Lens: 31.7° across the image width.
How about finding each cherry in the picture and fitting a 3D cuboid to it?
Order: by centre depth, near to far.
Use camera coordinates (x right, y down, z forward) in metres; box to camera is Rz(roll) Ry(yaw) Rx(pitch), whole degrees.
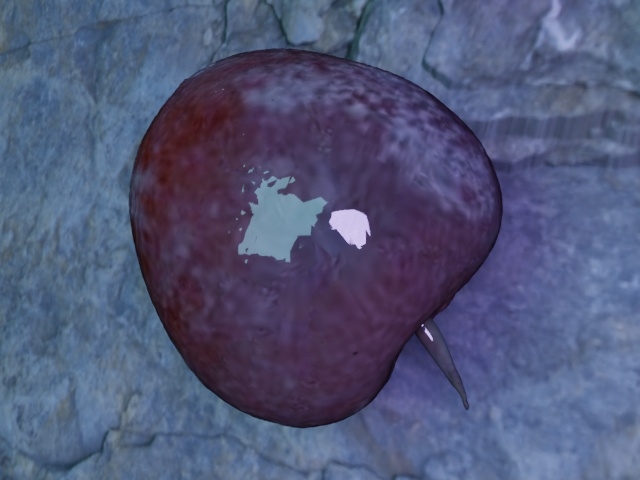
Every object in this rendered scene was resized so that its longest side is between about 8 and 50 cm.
[{"bbox_3d":[0.000,0.000,0.729,0.236,0.213,0.285,-41,79,-3],"label":"cherry"}]
